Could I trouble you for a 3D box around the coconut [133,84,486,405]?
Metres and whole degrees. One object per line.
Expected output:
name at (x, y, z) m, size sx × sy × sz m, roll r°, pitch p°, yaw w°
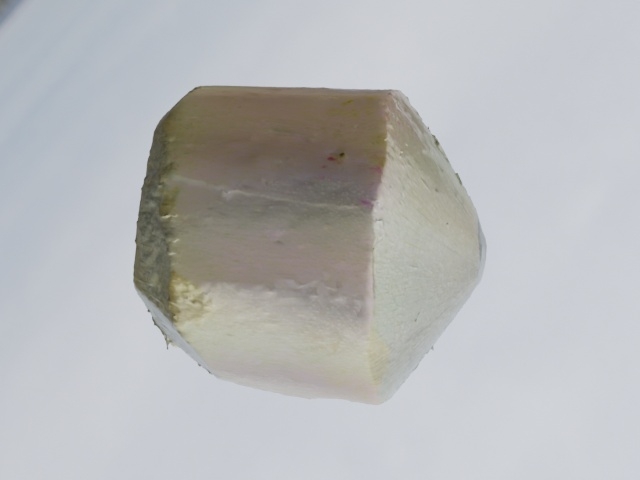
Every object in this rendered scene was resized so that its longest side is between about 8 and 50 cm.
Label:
coconut at (0.000, 0.000, 0.696) m, size 0.116 × 0.122 × 0.116 m, roll 6°, pitch 90°, yaw -82°
